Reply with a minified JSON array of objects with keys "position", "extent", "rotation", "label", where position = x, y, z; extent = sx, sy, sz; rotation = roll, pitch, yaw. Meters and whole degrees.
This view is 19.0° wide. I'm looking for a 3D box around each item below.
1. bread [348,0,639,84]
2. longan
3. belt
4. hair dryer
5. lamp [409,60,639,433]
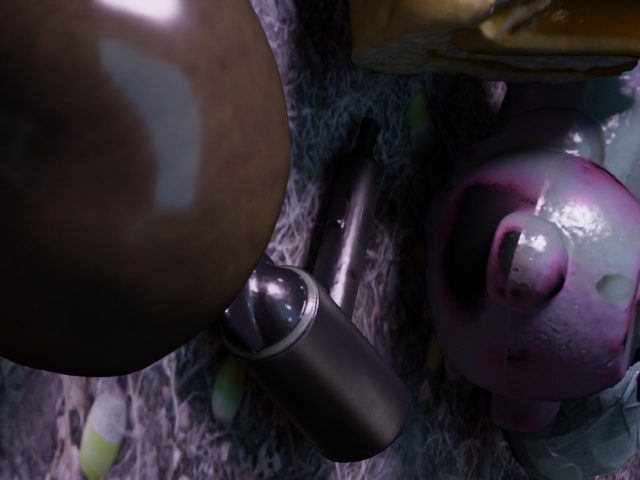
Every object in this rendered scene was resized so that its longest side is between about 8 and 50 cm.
[{"position":[0.152,-0.287,1.343],"extent":[0.300,0.210,0.341],"rotation":[4,72,-36],"label":"bread"},{"position":[-0.121,-0.054,0.953],"extent":[0.248,0.248,0.248],"rotation":[-4,95,-58],"label":"longan"},{"position":[0.217,0.108,1.580],"extent":[0.198,0.151,0.078],"rotation":[-63,141,-31],"label":"belt"},{"position":[0.000,0.000,1.319],"extent":[0.195,0.078,0.248],"rotation":[52,39,-45],"label":"hair dryer"},{"position":[0.207,-0.011,1.477],"extent":[0.247,0.247,0.301],"rotation":[87,22,-54],"label":"lamp"}]
